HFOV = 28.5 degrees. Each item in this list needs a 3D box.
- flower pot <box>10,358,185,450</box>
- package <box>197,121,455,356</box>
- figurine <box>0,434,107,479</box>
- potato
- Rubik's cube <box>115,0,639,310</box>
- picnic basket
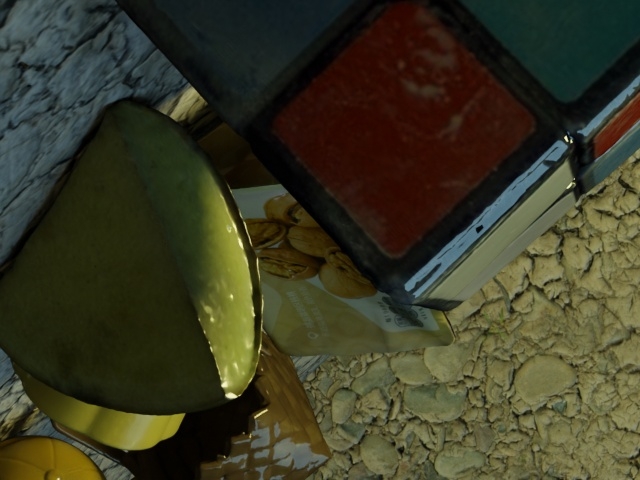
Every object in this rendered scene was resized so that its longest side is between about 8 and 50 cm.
[{"bbox_3d":[-0.193,0.088,1.297,0.179,0.195,0.195,-57,165,19],"label":"flower pot"},{"bbox_3d":[0.009,-0.027,1.299,0.311,0.221,0.165,60,32,-48],"label":"package"},{"bbox_3d":[-0.382,0.339,1.656,0.192,0.167,0.257,-13,-178,-27],"label":"figurine"},{"bbox_3d":[-0.195,0.028,1.147,0.255,0.269,0.112,-16,-174,34],"label":"potato"},{"bbox_3d":[0.090,-0.159,0.944,0.316,0.318,0.313,-44,168,6],"label":"Rubik's cube"},{"bbox_3d":[-0.174,0.212,1.687,0.254,0.291,0.321,-44,128,12],"label":"picnic basket"}]
